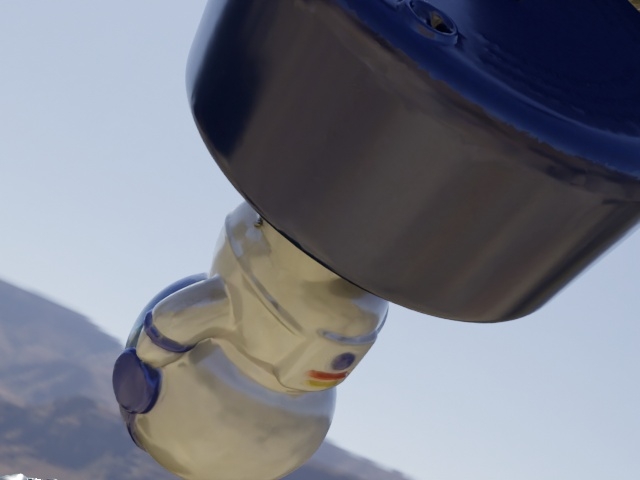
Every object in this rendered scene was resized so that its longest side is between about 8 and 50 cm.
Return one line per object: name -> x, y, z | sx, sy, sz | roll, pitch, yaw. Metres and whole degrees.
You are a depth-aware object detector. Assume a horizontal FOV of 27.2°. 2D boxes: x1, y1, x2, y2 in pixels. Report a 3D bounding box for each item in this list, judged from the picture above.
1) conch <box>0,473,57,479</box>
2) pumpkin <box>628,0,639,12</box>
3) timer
conch -> -0.236, 0.289, 0.956 | 0.196, 0.134, 0.202 | 56, 14, 2
pumpkin -> 0.239, -0.237, 0.854 | 0.238, 0.159, 0.238 | -17, -2, -1
timer -> 0.000, 0.000, 0.763 | 0.270, 0.383, 0.270 | 25, 33, -17
